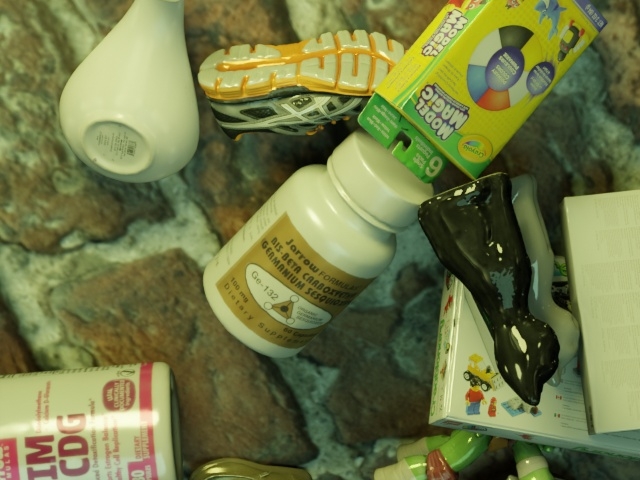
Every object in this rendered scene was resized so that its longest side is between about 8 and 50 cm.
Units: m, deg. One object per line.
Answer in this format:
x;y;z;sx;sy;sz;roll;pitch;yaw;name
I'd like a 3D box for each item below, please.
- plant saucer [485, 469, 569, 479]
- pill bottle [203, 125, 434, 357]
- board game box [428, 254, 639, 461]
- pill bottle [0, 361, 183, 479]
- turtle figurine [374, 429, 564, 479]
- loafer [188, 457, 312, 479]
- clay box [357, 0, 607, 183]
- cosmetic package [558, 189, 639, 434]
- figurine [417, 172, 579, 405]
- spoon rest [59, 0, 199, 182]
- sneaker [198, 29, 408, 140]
0.239;0.325;1.952;0.168;0.029;0.168;-4;135;-4;plant saucer
0.000;0.000;1.600;0.131;0.131;0.229;30;121;-26;pill bottle
0.270;0.120;1.692;0.305;0.193;0.053;12;163;-14;board game box
-0.294;0.219;1.732;0.283;0.160;0.160;-5;130;-1;pill bottle
0.217;0.253;1.790;0.266;0.198;0.275;-28;124;23;turtle figurine
-0.080;0.288;1.882;0.148;0.050;0.056;2;127;-9;loafer
0.146;-0.155;1.472;0.222;0.053;0.127;-51;130;1;clay box
0.305;0.072;1.637;0.099;0.239;0.060;-6;171;1;cosmetic package
0.186;0.047;1.556;0.092;0.215;0.209;-21;85;18;figurine
-0.165;-0.155;1.496;0.137;0.084;0.276;19;138;-3;spoon rest
-0.003;-0.140;1.522;0.215;0.084;0.083;-1;132;8;sneaker
